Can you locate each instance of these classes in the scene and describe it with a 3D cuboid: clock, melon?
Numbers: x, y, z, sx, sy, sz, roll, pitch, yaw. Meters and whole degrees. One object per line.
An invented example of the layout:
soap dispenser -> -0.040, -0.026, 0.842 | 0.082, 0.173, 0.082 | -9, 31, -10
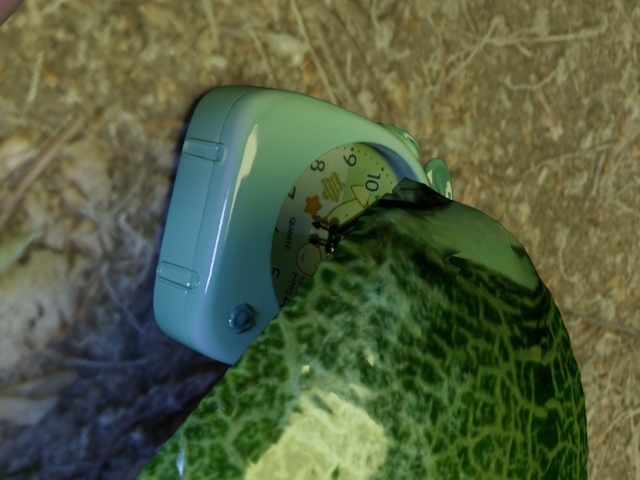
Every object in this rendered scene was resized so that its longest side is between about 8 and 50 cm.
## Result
clock -> 0.001, 0.000, 0.689 | 0.189, 0.060, 0.148 | 13, 91, -41
melon -> -0.015, 0.150, 0.580 | 0.331, 0.226, 0.343 | 16, 120, -28

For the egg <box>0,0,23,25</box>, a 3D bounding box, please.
egg -> -0.171, -0.154, 0.427 | 0.196, 0.196, 0.271 | 11, 96, -41
